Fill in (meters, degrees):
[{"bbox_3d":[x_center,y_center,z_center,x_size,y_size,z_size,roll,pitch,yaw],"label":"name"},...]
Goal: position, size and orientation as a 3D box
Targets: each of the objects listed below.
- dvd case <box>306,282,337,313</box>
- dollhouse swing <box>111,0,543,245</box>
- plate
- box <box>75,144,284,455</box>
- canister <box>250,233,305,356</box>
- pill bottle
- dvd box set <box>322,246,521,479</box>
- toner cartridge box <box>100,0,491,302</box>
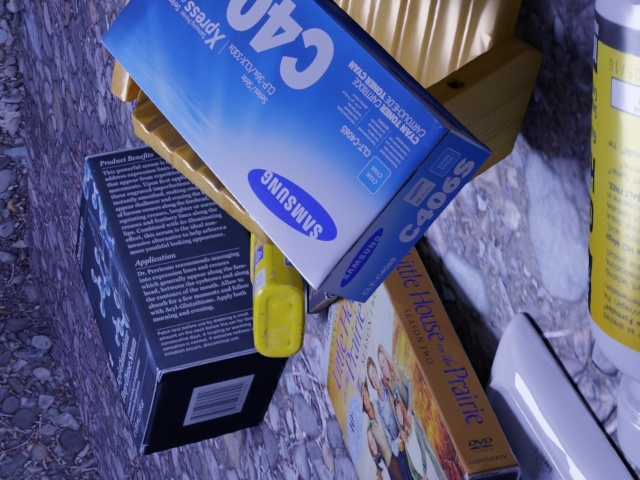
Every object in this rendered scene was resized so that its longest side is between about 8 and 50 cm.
[{"bbox_3d":[0.000,0.000,1.668,0.221,0.018,0.164,127,144,-80],"label":"dvd case"},{"bbox_3d":[-0.005,-0.231,1.226,0.347,0.315,0.305,40,151,33],"label":"dollhouse swing"},{"bbox_3d":[0.215,0.258,1.346,0.278,0.045,0.277,101,150,-45],"label":"plate"},{"bbox_3d":[-0.229,0.084,2.147,0.293,0.212,0.395,110,143,-55],"label":"box"},{"bbox_3d":[-0.056,0.058,1.806,0.170,0.073,0.126,-94,6,-55],"label":"canister"},{"bbox_3d":[0.266,-0.015,0.870,0.188,0.188,0.333,-142,45,-59],"label":"pill bottle"},{"bbox_3d":[0.095,0.194,1.506,0.420,0.062,0.307,-112,21,-45],"label":"dvd box set"},{"bbox_3d":[-0.032,-0.124,1.137,0.165,0.075,0.348,-51,57,14],"label":"toner cartridge box"}]
